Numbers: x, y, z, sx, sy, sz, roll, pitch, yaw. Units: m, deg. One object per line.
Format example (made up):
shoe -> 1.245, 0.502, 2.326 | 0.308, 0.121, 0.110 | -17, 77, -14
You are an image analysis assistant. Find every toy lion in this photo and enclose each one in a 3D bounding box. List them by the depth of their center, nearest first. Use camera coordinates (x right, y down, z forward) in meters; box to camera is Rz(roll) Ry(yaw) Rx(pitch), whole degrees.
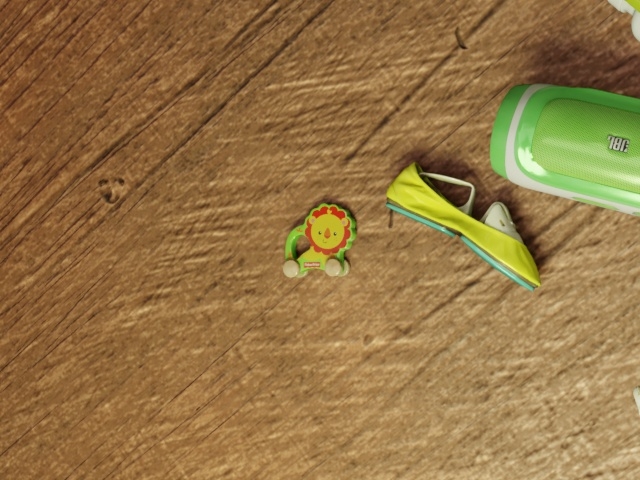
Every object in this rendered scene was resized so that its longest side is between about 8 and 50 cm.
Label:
toy lion -> 0.000, 0.000, 1.898 | 0.100, 0.034, 0.096 | -3, 87, 27

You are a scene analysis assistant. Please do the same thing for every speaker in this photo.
speaker -> 0.351, -0.096, 1.657 | 0.297, 0.131, 0.131 | 16, 102, 25

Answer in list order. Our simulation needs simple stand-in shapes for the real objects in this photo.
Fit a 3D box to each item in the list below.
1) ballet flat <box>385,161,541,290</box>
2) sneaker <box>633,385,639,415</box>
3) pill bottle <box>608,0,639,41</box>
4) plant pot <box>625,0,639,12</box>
ballet flat -> 0.185, -0.025, 1.780 | 0.231, 0.077, 0.077 | 32, 92, 23
sneaker -> 0.436, 0.149, 1.648 | 0.169, 0.108, 0.292 | -2, 95, 24
pill bottle -> 0.416, -0.244, 1.620 | 0.184, 0.103, 0.103 | 42, 111, 17
plant pot -> 0.454, -0.326, 1.485 | 0.228, 0.207, 0.227 | 41, 75, 18
